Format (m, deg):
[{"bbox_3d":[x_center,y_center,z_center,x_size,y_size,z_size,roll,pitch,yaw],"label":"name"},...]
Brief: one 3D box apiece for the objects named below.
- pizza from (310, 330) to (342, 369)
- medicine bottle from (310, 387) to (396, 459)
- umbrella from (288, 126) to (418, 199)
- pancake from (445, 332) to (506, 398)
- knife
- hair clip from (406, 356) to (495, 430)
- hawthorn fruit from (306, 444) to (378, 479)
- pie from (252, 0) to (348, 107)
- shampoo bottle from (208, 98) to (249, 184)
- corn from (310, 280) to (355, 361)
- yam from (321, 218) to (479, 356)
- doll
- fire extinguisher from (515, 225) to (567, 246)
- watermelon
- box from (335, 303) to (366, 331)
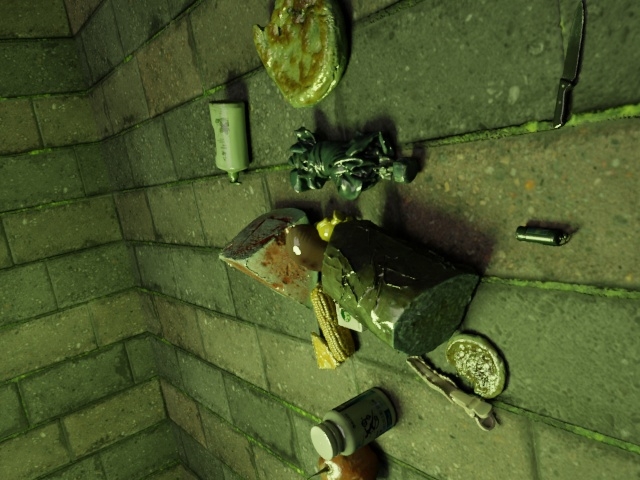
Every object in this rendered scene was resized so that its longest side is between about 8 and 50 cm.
[{"bbox_3d":[0.009,0.308,1.421,0.123,0.026,0.108,47,141,28],"label":"pizza"},{"bbox_3d":[0.076,0.431,1.236,0.107,0.191,0.107,26,125,46],"label":"medicine bottle"},{"bbox_3d":[0.051,-0.160,1.105,0.349,0.094,0.143,18,123,48],"label":"umbrella"},{"bbox_3d":[0.295,0.233,1.000,0.129,0.022,0.116,37,132,33],"label":"pancake"},{"bbox_3d":[0.346,-0.240,0.734,0.023,0.010,0.170,26,123,47],"label":"knife"},{"bbox_3d":[0.259,0.302,1.062,0.226,0.034,0.072,28,152,51],"label":"hair clip"},{"bbox_3d":[0.065,0.565,1.341,0.149,0.149,0.189,24,165,47],"label":"hawthorn fruit"},{"bbox_3d":[-0.049,-0.435,1.148,0.302,0.067,0.302,24,121,47],"label":"pie"},{"bbox_3d":[-0.251,-0.270,1.476,0.118,0.087,0.234,21,121,46],"label":"shampoo bottle"},{"bbox_3d":[0.029,0.199,1.310,0.068,0.068,0.207,-24,85,55],"label":"corn"},{"bbox_3d":[0.127,0.082,1.030,0.271,0.201,0.202,43,135,45],"label":"yam"},{"bbox_3d":[0.008,0.003,1.228,0.188,0.145,0.096,-24,44,22],"label":"doll"},{"bbox_3d":[0.349,-0.005,0.822,0.083,0.025,0.038,9,149,52],"label":"fire extinguisher"},{"bbox_3d":[-0.126,0.059,1.347,0.213,0.201,0.262,13,117,51],"label":"watermelon"},{"bbox_3d":[0.077,0.143,1.241,0.089,0.043,0.125,5,108,53],"label":"box"}]
